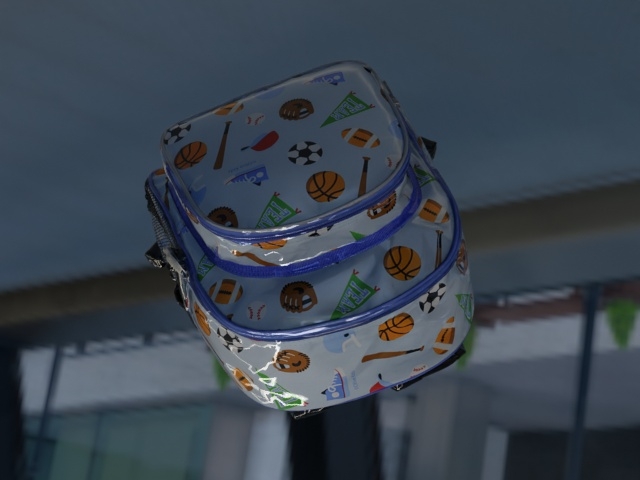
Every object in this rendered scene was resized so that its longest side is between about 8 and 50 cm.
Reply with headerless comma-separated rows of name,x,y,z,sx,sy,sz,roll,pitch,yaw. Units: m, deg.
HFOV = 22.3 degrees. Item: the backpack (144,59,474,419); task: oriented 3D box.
backpack,0.000,0.000,1.314,0.276,0.263,0.213,-25,141,-3
